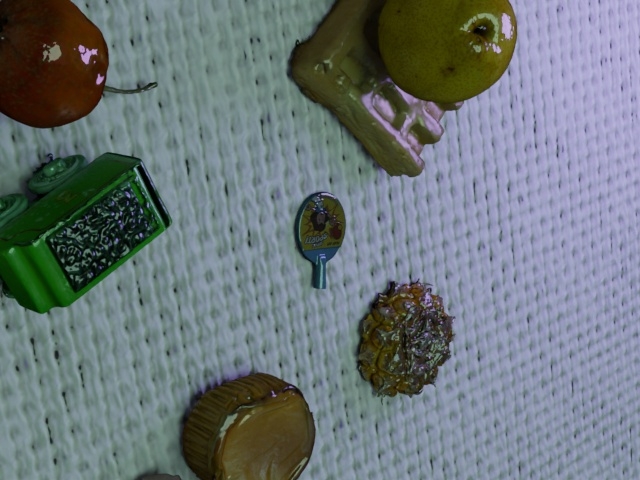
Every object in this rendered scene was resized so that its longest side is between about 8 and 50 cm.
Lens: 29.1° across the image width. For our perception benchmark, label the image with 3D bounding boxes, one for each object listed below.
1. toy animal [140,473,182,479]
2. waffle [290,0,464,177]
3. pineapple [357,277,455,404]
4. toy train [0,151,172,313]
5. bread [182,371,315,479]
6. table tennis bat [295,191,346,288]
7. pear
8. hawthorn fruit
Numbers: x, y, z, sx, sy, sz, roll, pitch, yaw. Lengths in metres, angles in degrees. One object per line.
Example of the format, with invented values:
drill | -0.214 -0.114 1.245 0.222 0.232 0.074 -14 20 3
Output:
toy animal | -0.205 0.444 1.805 0.124 0.124 0.212 -40 130 -28
waffle | 0.133 -0.310 1.959 0.304 0.077 0.348 45 70 -37
pineapple | 0.155 0.172 2.086 0.225 0.076 0.225 -11 108 -38
toy train | -0.320 -0.015 1.547 0.243 0.188 0.132 -40 122 -27
bread | -0.110 0.293 1.859 0.199 0.104 0.199 -13 112 -36
table tennis bat | 0.000 0.000 1.948 0.100 0.019 0.155 -5 100 -42
pear | 0.194 -0.303 1.832 0.209 0.209 0.209 -11 106 -40
hawthorn fruit | -0.311 -0.207 1.562 0.285 0.165 0.165 28 80 -59
